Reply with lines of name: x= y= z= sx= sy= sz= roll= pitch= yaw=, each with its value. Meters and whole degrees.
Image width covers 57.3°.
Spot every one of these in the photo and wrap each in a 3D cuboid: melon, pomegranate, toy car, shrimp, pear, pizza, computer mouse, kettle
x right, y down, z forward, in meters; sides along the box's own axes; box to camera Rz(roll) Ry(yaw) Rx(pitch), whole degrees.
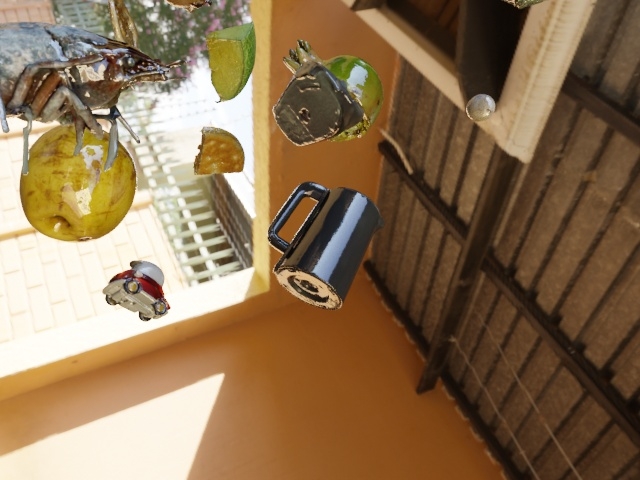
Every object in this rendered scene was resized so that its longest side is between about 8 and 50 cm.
melon: x=-0.206 y=-0.375 z=1.289 sx=0.262 sy=0.113 sz=0.053 roll=122 pitch=-26 yaw=-61
pomegranate: x=0.045 y=-0.499 z=1.870 sx=0.358 sy=0.216 sz=0.309 roll=48 pitch=-28 yaw=-21
toy car: x=-0.382 y=0.100 z=1.264 sx=0.112 sy=0.139 sz=0.112 roll=-26 pitch=-144 yaw=41
shrimp: x=-0.372 y=-0.186 z=0.699 sx=0.221 sy=0.410 sz=0.166 roll=-106 pitch=-150 yaw=-48
pear: x=-0.570 y=-0.131 z=1.386 sx=0.281 sy=0.280 sz=0.281 roll=51 pitch=-29 yaw=45
pizza: x=-0.369 y=-0.301 z=2.061 sx=0.058 sy=0.197 sz=0.292 roll=56 pitch=7 yaw=30
computer mouse: x=-0.004 y=-0.351 z=1.492 sx=0.203 sy=0.114 sz=0.374 roll=52 pitch=-21 yaw=-13
kettle: x=0.006 y=0.009 z=1.670 sx=0.262 sy=0.308 sz=0.203 roll=13 pitch=-30 yaw=28

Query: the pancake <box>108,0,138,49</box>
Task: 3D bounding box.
pancake: x=-0.435 y=-0.471 z=1.287 sx=0.151 sy=0.025 sz=0.152 roll=-9 pitch=90 yaw=-87

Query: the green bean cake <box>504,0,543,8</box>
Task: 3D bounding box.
green bean cake: x=0.505 y=-0.695 z=1.492 sx=0.181 sy=0.094 sz=0.173 roll=-98 pitch=172 yaw=-57

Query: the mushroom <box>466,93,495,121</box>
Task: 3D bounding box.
mushroom: x=0.488 y=-0.397 z=1.775 sx=0.079 sy=0.085 sz=0.085 roll=22 pitch=39 yaw=-62

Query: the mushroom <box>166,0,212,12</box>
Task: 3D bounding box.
mushroom: x=-0.376 y=-0.716 z=1.361 sx=0.345 sy=0.345 sz=0.260 roll=-4 pitch=-110 yaw=69
